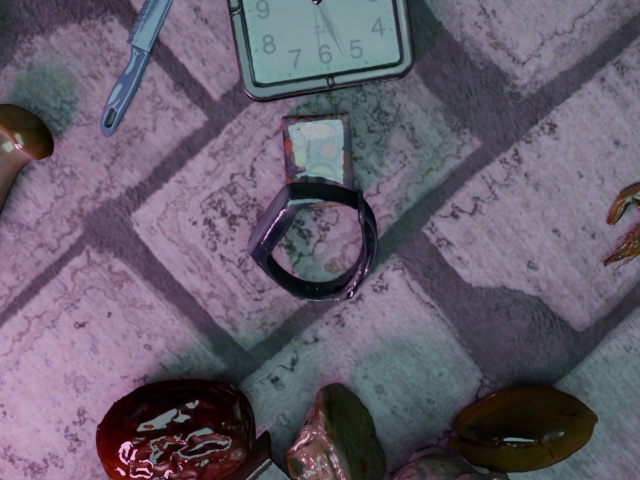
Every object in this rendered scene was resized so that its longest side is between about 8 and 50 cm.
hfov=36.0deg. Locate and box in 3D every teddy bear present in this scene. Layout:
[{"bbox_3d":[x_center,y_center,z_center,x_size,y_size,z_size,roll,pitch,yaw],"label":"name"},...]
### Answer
[{"bbox_3d":[0.186,0.415,1.538,0.236,0.151,0.267,-20,138,14],"label":"teddy bear"}]

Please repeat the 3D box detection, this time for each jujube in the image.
[{"bbox_3d":[-0.230,0.309,1.550,0.243,0.183,0.183,-12,100,11],"label":"jujube"}]

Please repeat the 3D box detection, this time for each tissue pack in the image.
[{"bbox_3d":[-0.004,-0.124,1.543,0.109,0.060,0.148,-4,100,-2],"label":"tissue pack"}]

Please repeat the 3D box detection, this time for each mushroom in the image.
[{"bbox_3d":[-0.544,-0.053,1.514,0.128,0.128,0.350,37,92,-7],"label":"mushroom"}]

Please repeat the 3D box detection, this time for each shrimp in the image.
[{"bbox_3d":[0.501,-0.028,1.581,0.162,0.045,0.095,-44,98,8],"label":"shrimp"}]

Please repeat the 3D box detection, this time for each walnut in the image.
[{"bbox_3d":[0.324,0.307,1.592,0.245,0.137,0.137,-14,100,1],"label":"walnut"}]

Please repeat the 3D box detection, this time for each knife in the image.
[{"bbox_3d":[-0.278,-0.307,1.530,0.044,0.019,0.313,25,96,-3],"label":"knife"}]

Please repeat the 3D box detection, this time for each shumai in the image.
[{"bbox_3d":[0.015,0.334,1.565,0.120,0.201,0.201,-23,100,21],"label":"shumai"}]

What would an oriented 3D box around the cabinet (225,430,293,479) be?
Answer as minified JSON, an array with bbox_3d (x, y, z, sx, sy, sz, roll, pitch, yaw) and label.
[{"bbox_3d":[-0.106,0.456,1.597,0.215,0.148,0.175,-43,98,1],"label":"cabinet"}]

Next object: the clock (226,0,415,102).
[{"bbox_3d":[-0.005,-0.365,1.508,0.273,0.049,0.278,-9,100,-1],"label":"clock"}]

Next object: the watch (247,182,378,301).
[{"bbox_3d":[0.000,0.000,1.526,0.193,0.068,0.206,24,123,-17],"label":"watch"}]
